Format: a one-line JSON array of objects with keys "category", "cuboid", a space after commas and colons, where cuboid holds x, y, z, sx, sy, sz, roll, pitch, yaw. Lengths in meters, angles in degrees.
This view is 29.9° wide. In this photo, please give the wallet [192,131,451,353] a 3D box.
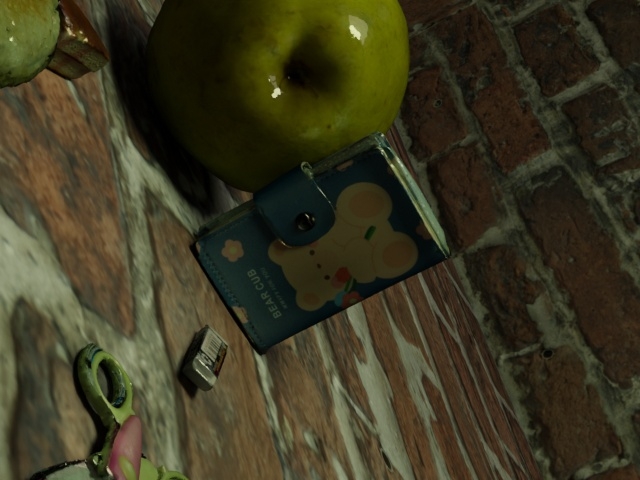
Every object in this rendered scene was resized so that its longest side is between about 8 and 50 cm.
[{"category": "wallet", "cuboid": [0.000, -0.001, 1.073, 0.141, 0.202, 0.059, 58, 14, -19]}]

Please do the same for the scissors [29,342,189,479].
[{"category": "scissors", "cuboid": [-0.116, 0.131, 0.678, 0.133, 0.020, 0.187, 59, 9, -4]}]

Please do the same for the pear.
[{"category": "pear", "cuboid": [-0.042, -0.175, 1.167, 0.253, 0.253, 0.307, 58, 3, -22]}]

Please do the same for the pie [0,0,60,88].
[{"category": "pie", "cuboid": [-0.274, -0.241, 0.730, 0.323, 0.070, 0.323, 55, 15, -22]}]

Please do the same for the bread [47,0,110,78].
[{"category": "bread", "cuboid": [-0.206, -0.164, 0.925, 0.109, 0.043, 0.062, 58, 10, -29]}]

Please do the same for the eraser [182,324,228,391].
[{"category": "eraser", "cuboid": [-0.088, 0.090, 0.918, 0.027, 0.019, 0.099, 46, 13, -10]}]
